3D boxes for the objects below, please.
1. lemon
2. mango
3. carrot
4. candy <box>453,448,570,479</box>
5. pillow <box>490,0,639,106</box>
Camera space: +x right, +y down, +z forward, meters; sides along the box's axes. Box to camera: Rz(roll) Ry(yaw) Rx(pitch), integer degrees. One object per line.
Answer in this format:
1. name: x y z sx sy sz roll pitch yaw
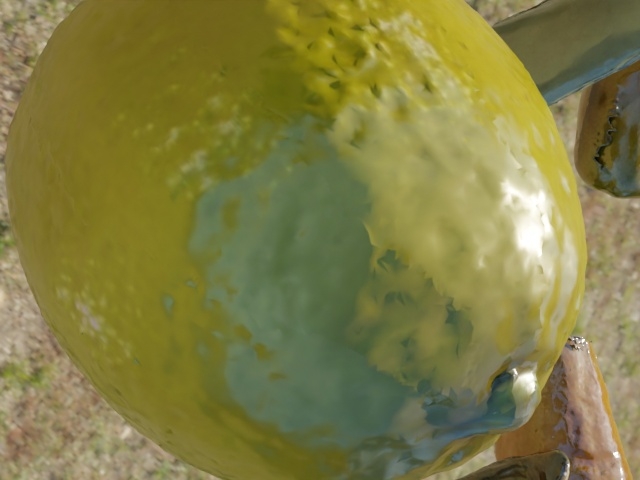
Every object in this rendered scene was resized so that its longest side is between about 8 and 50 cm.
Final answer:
1. lemon: 0.000 0.000 0.698 0.364 0.364 0.364 -22 125 -37
2. mango: 0.363 -0.144 1.292 0.166 0.136 0.236 60 44 -33
3. carrot: 0.302 0.267 1.454 0.196 0.196 0.254 20 56 -49
4. candy: 0.158 0.329 1.265 0.271 0.101 0.143 -14 124 -18
5. pillow: 0.238 -0.189 0.994 0.208 0.119 0.053 -29 136 27
